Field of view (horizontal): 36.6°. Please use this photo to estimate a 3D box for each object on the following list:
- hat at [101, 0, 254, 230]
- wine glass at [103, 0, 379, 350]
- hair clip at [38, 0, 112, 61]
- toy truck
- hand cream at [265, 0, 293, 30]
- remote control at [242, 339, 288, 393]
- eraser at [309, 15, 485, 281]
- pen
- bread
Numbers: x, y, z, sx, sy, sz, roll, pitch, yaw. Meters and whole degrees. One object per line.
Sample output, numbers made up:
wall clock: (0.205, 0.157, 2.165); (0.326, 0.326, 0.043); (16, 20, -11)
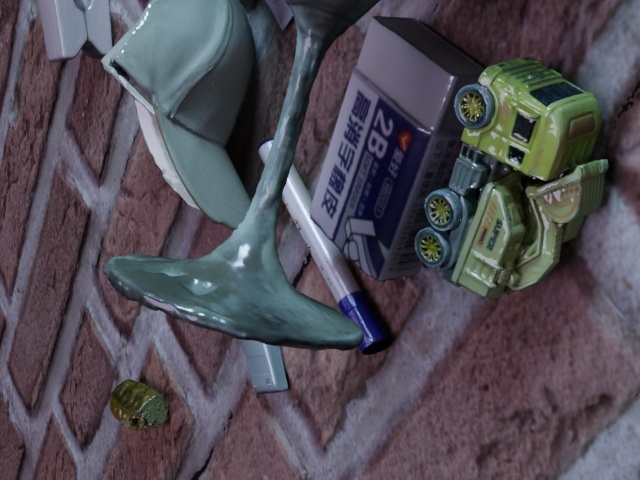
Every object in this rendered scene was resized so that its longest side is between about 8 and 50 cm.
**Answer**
hat: (-0.125, -0.153, 1.085); (0.301, 0.168, 0.258); (63, 173, -16)
wine glass: (-0.006, -0.138, 0.720); (0.267, 0.267, 0.406); (22, 99, 50)
hair clip: (-0.355, -0.419, 1.353); (0.085, 0.101, 0.331); (3, 102, 49)
toy truck: (0.156, -0.036, 0.759); (0.116, 0.085, 0.191); (35, 126, 33)
hand cream: (-0.057, -0.304, 1.026); (0.142, 0.053, 0.084); (55, 140, 8)
remote control: (-0.080, 0.104, 1.157); (0.061, 0.029, 0.162); (-19, 83, 55)
eraser: (0.068, -0.082, 0.881); (0.124, 0.068, 0.210); (48, 132, 40)
pen: (-0.001, 0.000, 1.023); (0.269, 0.033, 0.033); (62, 140, 24)
bread: (-0.272, 0.243, 1.424); (0.110, 0.060, 0.066); (13, 93, 51)
